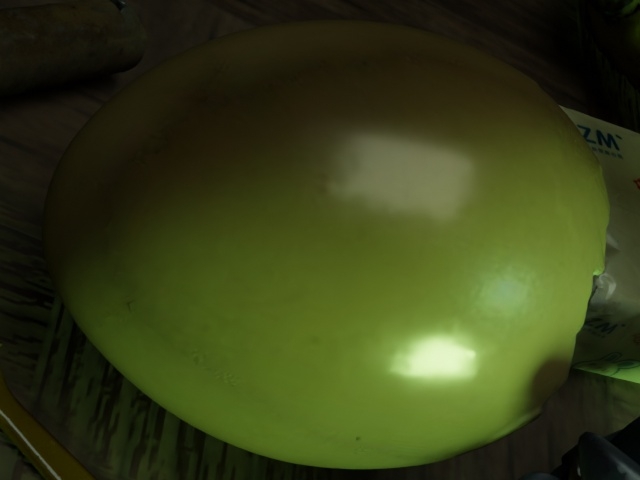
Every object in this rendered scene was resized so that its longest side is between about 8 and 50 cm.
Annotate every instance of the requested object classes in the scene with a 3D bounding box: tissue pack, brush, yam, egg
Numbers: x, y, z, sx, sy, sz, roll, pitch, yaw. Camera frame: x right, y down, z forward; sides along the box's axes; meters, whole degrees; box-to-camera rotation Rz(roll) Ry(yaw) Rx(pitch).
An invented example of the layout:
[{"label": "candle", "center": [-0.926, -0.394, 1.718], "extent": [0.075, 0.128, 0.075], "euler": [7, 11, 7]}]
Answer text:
[{"label": "tissue pack", "center": [0.202, 0.012, 0.818], "extent": [0.196, 0.092, 0.148], "euler": [13, 50, -27]}, {"label": "brush", "center": [-0.136, 0.071, 0.580], "extent": [0.170, 0.014, 0.043], "euler": [46, 44, 3]}, {"label": "yam", "center": [-0.195, -0.080, 0.637], "extent": [0.264, 0.046, 0.046], "euler": [-20, 70, -44]}, {"label": "egg", "center": [0.000, 0.000, 0.600], "extent": [0.244, 0.201, 0.201], "euler": [7, 52, -22]}]

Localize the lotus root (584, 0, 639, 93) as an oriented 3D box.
[{"label": "lotus root", "center": [0.367, -0.165, 1.019], "extent": [0.397, 0.179, 0.196], "euler": [10, 53, -29]}]

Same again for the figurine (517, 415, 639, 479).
[{"label": "figurine", "center": [0.171, 0.166, 0.619], "extent": [0.265, 0.175, 0.197], "euler": [3, 50, -44]}]
